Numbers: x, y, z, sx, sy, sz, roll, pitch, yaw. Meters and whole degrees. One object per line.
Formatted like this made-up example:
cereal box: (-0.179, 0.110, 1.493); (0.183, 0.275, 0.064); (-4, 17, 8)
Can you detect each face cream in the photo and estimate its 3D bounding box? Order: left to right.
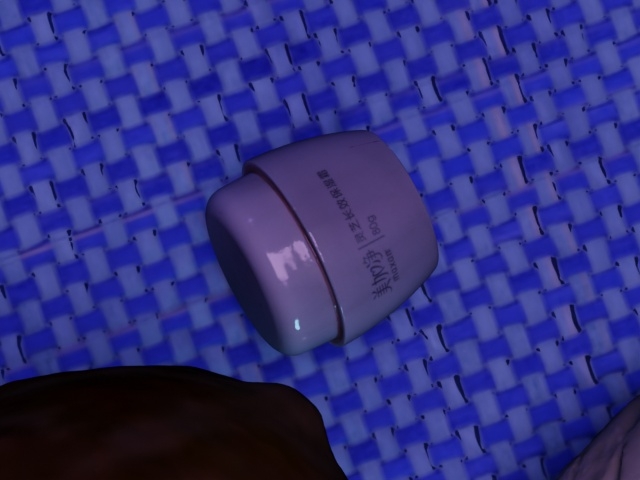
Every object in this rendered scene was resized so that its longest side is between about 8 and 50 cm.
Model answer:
face cream: (0.000, 0.000, 1.097); (0.104, 0.117, 0.117); (-27, 90, -14)

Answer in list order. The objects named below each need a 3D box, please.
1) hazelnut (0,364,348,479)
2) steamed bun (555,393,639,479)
hazelnut: (-0.133, 0.239, 0.929); (0.353, 0.421, 0.421); (23, 86, 13)
steamed bun: (0.290, 0.236, 1.036); (0.367, 0.255, 0.342); (9, 83, -1)
